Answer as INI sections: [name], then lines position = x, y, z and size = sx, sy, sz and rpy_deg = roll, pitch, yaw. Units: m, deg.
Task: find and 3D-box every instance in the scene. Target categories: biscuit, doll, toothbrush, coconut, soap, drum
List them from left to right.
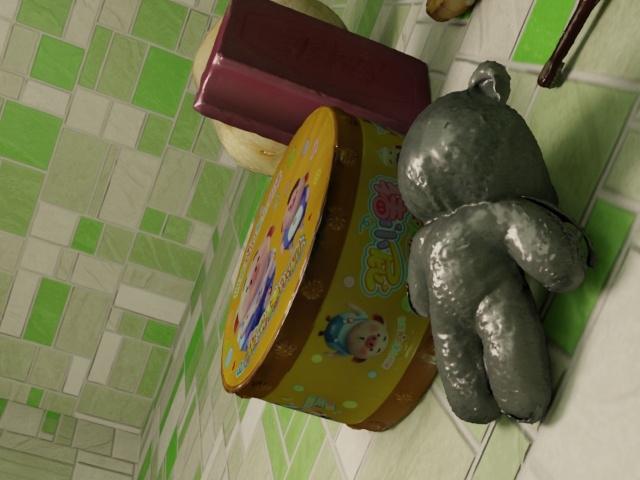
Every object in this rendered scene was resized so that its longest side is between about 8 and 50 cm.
[coconut]
position = -0.078, -0.348, 1.847
size = 0.415, 0.344, 0.415
rpy_deg = -10, 77, 50
[soap]
position = -0.008, -0.253, 1.405
size = 0.233, 0.359, 0.128
rpy_deg = -86, 19, -48
[drum]
position = 0.031, 0.039, 1.188
size = 0.431, 0.214, 0.431
rpy_deg = -160, 90, -76
[biscuit]
position = 0.216, -0.402, 1.367
size = 0.183, 0.061, 0.118
rpy_deg = -129, 57, -76
[doll]
position = 0.176, 0.012, 0.871
size = 0.246, 0.158, 0.340
rpy_deg = -36, 66, 59
[toothbrush]
position = 0.321, -0.321, 0.897
size = 0.041, 0.041, 0.364
rpy_deg = -96, 28, -60
